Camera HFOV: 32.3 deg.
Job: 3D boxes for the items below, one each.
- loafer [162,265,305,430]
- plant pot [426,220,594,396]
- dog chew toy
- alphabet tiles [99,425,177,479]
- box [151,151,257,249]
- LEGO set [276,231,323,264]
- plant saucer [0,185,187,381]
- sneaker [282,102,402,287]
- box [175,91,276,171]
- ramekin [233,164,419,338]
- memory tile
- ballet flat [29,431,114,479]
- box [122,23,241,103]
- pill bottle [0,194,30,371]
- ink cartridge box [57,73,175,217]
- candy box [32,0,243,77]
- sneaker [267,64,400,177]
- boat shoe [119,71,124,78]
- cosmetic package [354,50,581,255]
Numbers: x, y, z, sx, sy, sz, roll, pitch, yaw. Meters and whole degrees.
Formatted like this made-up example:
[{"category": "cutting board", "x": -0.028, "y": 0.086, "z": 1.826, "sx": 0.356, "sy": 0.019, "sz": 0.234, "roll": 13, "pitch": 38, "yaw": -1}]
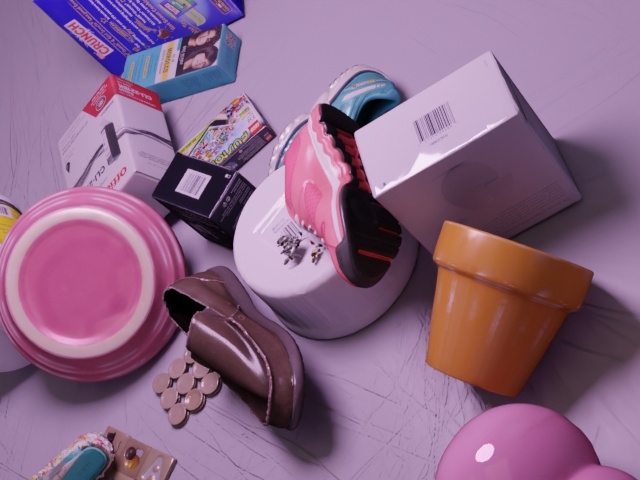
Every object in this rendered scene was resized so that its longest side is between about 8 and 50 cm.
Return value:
[{"category": "loafer", "x": -0.140, "y": 0.169, "z": 1.675, "sx": 0.366, "sy": 0.130, "sz": 0.134, "roll": 43, "pitch": 132, "yaw": 50}, {"category": "plant pot", "x": 0.228, "y": 0.095, "z": 1.450, "sx": 0.205, "sy": 0.205, "sz": 0.188, "roll": 21, "pitch": 92, "yaw": 42}, {"category": "dog chew toy", "x": 0.290, "y": 0.330, "z": 1.255, "sx": 0.332, "sy": 0.206, "sz": 0.206, "roll": 32, "pitch": 84, "yaw": 35}, {"category": "alphabet tiles", "x": -0.360, "y": 0.475, "z": 1.752, "sx": 0.285, "sy": 0.011, "sz": 0.342, "roll": 14, "pitch": 72, "yaw": 41}, {"category": "box", "x": -0.165, "y": -0.055, "z": 1.832, "sx": 0.156, "sy": 0.158, "sz": 0.093, "roll": 20, "pitch": 76, "yaw": 42}, {"category": "LEGO set", "x": -0.036, "y": 0.007, "z": 1.609, "sx": 0.083, "sy": 0.023, "sz": 0.054, "roll": -7, "pitch": 60, "yaw": 33}, {"category": "plant saucer", "x": -0.392, "y": 0.071, "z": 1.848, "sx": 0.332, "sy": 0.084, "sz": 0.332, "roll": 0, "pitch": 86, "yaw": 3}, {"category": "sneaker", "x": 0.018, "y": -0.044, "z": 1.567, "sx": 0.136, "sy": 0.116, "sz": 0.314, "roll": -41, "pitch": 44, "yaw": 32}, {"category": "box", "x": -0.185, "y": -0.161, "z": 1.995, "sx": 0.207, "sy": 0.036, "sz": 0.114, "roll": -41, "pitch": 48, "yaw": 8}, {"category": "ramekin", "x": 0.000, "y": 0.000, "z": 1.697, "sx": 0.277, "sy": 0.135, "sz": 0.277, "roll": -17, "pitch": 55, "yaw": 27}, {"category": "memory tile", "x": -0.204, "y": 0.221, "z": 1.793, "sx": 0.148, "sy": 0.012, "sz": 0.113, "roll": -43, "pitch": 47, "yaw": 5}, {"category": "ballet flat", "x": -0.428, "y": 0.398, "z": 1.799, "sx": 0.241, "sy": 0.091, "sz": 0.077, "roll": -38, "pitch": 17, "yaw": 5}, {"category": "box", "x": -0.273, "y": -0.334, "z": 2.146, "sx": 0.244, "sy": 0.060, "sz": 0.100, "roll": -12, "pitch": 57, "yaw": 30}, {"category": "pill bottle", "x": -0.609, "y": 0.077, "z": 2.050, "sx": 0.188, "sy": 0.188, "sz": 0.334, "roll": -39, "pitch": 47, "yaw": 9}, {"category": "ink cartridge box", "x": -0.370, "y": -0.136, "z": 2.029, "sx": 0.197, "sy": 0.114, "sz": 0.273, "roll": -46, "pitch": 45, "yaw": 26}, {"category": "candy box", "x": -0.354, "y": -0.488, "z": 2.156, "sx": 0.317, "sy": 0.268, "sz": 0.122, "roll": -23, "pitch": 49, "yaw": 23}, {"category": "sneaker", "x": 0.019, "y": -0.168, "z": 1.814, "sx": 0.275, "sy": 0.107, "sz": 0.110, "roll": -50, "pitch": 56, "yaw": 0}, {"category": "boat shoe", "x": -0.403, "y": -0.269, "z": 2.203, "sx": 0.049, "sy": 0.056, "sz": 0.152, "roll": -10, "pitch": 58, "yaw": 25}, {"category": "cosmetic package", "x": 0.207, "y": -0.105, "z": 1.551, "sx": 0.224, "sy": 0.224, "sz": 0.138, "roll": -30, "pitch": 47, "yaw": 17}]
